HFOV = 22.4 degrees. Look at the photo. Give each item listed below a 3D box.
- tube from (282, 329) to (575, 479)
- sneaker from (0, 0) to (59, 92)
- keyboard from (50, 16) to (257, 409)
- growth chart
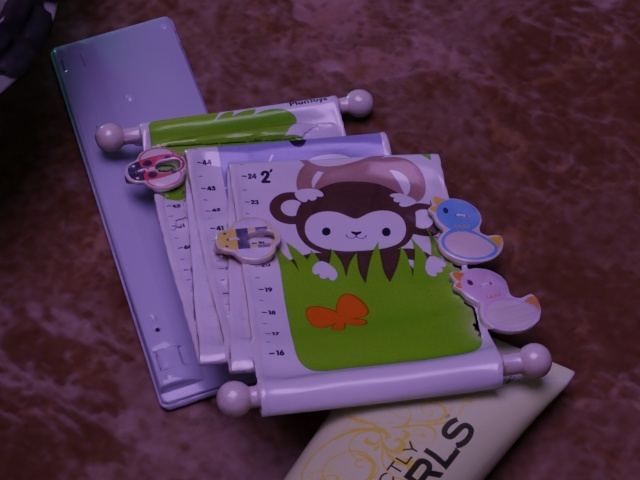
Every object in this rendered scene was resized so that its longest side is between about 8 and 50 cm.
[{"bbox_3d":[0.012,0.117,0.691,0.070,0.062,0.240,48,55,-9],"label":"tube"},{"bbox_3d":[-0.233,-0.170,0.846,0.182,0.158,0.410,-20,35,30],"label":"sneaker"},{"bbox_3d":[-0.080,-0.024,0.841,0.072,0.014,0.256,-14,52,-12],"label":"keyboard"},{"bbox_3d":[0.000,0.000,0.783,0.172,0.021,0.237,-13,42,-14],"label":"growth chart"}]
